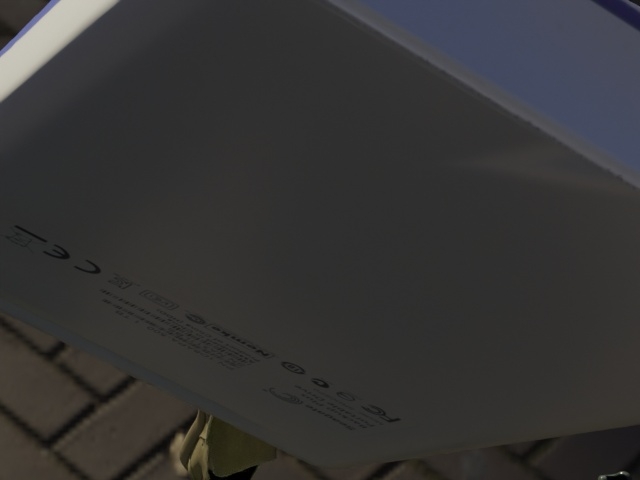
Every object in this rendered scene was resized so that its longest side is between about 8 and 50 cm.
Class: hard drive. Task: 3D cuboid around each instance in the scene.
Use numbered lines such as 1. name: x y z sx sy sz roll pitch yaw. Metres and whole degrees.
1. hard drive: 0.000 0.000 0.513 0.210 0.318 0.040 29 68 -19

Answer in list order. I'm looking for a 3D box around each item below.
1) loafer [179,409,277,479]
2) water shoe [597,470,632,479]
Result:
1. loafer: -0.047 0.113 1.065 0.056 0.148 0.050 -16 60 -25
2. water shoe: 0.321 0.288 1.658 0.073 0.080 0.203 -8 23 -33
